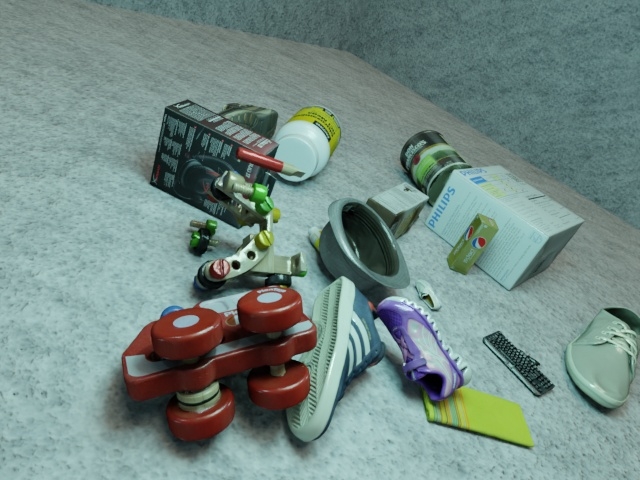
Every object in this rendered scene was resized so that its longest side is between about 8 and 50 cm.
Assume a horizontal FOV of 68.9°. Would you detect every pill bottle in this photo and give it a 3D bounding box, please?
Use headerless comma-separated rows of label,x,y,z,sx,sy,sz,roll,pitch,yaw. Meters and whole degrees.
pill bottle,-0.047,-0.320,1.542,0.188,0.187,0.334,24,31,-1
pill bottle,0.000,0.000,1.232,0.044,0.043,0.083,-3,41,-37

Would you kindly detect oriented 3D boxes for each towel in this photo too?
towel,0.316,0.350,0.952,0.237,0.021,0.102,19,35,-10

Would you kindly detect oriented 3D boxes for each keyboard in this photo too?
keyboard,0.494,0.296,1.152,0.108,0.023,0.180,-5,43,-40

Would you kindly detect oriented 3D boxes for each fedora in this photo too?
fedora,0.087,0.029,1.144,0.244,0.124,0.275,9,50,-46

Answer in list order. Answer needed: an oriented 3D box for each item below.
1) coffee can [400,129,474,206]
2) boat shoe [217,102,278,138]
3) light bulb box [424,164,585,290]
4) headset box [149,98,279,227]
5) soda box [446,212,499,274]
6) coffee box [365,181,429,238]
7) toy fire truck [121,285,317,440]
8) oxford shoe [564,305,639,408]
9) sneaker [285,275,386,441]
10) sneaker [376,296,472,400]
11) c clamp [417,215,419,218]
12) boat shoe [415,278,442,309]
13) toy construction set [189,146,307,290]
coffee can,0.455,-0.278,1.812,0.202,0.201,0.275,9,35,-24
boat shoe,-0.275,-0.393,1.577,0.130,0.132,0.355,23,21,15
light bulb box,0.620,-0.063,1.583,0.358,0.225,0.361,-13,47,-44
headset box,-0.253,-0.183,1.165,0.293,0.218,0.110,26,31,4
soda box,0.451,0.012,1.393,0.058,0.181,0.061,20,32,-8
coffee box,0.209,-0.074,1.397,0.098,0.141,0.247,37,34,19
toy fire truck,-0.163,0.161,0.768,0.303,0.169,0.254,-12,18,-22
oxford shoe,0.781,0.291,1.260,0.169,0.130,0.449,41,36,21
sneaker,0.048,0.223,0.865,0.148,0.131,0.350,41,38,-17
sneaker,0.193,0.219,0.923,0.236,0.095,0.105,49,51,4
c clamp,0.285,-0.112,1.618,0.137,0.022,0.160,1,38,-34
boat shoe,0.276,0.141,1.223,0.035,0.035,0.100,1,45,-38
toy construction set,-0.115,-0.028,0.975,0.237,0.308,0.257,14,40,-26
